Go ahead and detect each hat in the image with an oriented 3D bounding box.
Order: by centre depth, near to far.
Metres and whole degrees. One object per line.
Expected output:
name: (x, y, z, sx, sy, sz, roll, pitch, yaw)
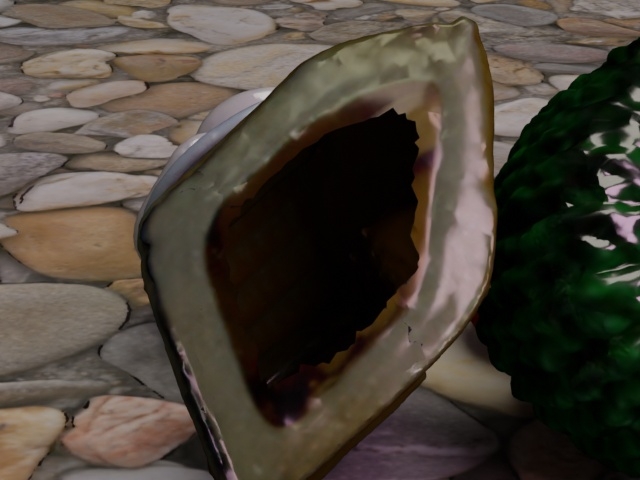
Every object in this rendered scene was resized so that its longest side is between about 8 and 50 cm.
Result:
hat: (0.195, 0.022, 0.946, 0.274, 0.242, 0.332, -47, 4, -20)

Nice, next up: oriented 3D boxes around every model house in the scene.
model house: (0.015, 0.027, 0.861, 0.268, 0.239, 0.173, -40, 74, -9)

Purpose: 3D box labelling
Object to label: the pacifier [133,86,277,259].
pacifier: (0.000, 0.000, 1.075, 0.279, 0.227, 0.207, 4, 45, -52)
